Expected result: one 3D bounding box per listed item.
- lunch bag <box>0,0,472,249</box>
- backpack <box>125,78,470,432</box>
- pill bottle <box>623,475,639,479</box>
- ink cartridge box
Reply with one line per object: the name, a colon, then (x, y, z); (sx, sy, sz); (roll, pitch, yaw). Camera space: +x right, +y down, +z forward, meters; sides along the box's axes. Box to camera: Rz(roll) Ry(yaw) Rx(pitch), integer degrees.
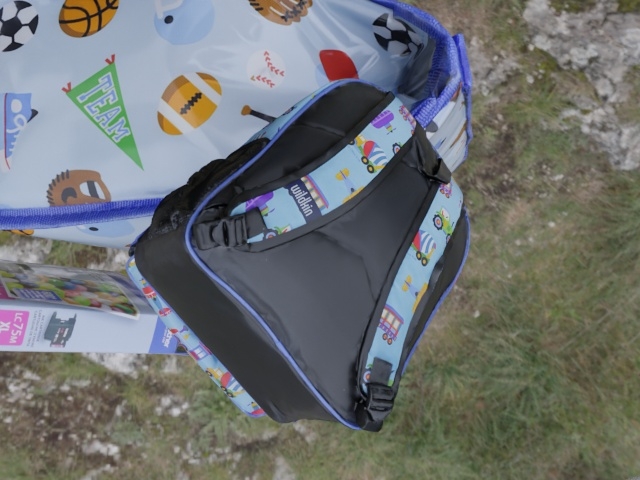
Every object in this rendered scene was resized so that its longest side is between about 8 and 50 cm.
lunch bag: (-0.059, -0.094, 0.654); (0.385, 0.328, 0.239); (-4, 87, 11)
backpack: (0.000, 0.000, 0.419); (0.158, 0.117, 0.173); (50, 56, -17)
pill bottle: (0.150, 0.246, 0.385); (0.334, 0.188, 0.188); (-35, 121, 22)
ink cartridge box: (-0.303, 0.079, 0.878); (0.311, 0.186, 0.065); (13, 96, -44)
